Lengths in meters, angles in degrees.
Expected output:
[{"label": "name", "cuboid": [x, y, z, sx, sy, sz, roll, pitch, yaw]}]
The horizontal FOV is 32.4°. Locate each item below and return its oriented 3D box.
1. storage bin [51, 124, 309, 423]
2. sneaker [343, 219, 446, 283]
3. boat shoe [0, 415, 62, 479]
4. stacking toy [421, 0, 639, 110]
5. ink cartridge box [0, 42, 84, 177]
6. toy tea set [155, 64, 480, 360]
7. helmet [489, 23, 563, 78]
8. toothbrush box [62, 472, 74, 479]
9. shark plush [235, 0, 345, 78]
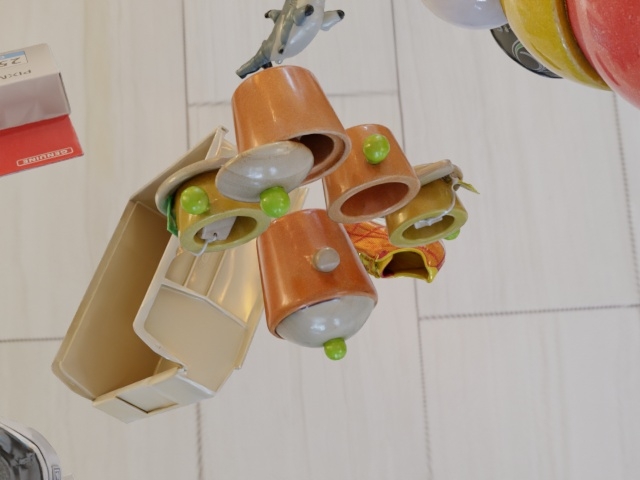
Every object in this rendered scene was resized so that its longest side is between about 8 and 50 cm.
[{"label": "storage bin", "cuboid": [-0.161, 0.050, 1.210, 0.123, 0.262, 0.260, 31, 62, -20]}, {"label": "sneaker", "cuboid": [0.060, 0.011, 1.316, 0.175, 0.064, 0.067, 6, 40, 23]}, {"label": "boat shoe", "cuboid": [-0.334, 0.141, 0.744, 0.306, 0.105, 0.113, 16, 82, 14]}, {"label": "stacking toy", "cuboid": [0.264, -0.223, 0.866, 0.480, 0.351, 0.350, 16, 73, 48]}, {"label": "ink cartridge box", "cuboid": [-0.441, -0.136, 1.288, 0.296, 0.261, 0.066, -16, 119, -13]}, {"label": "toy tea set", "cuboid": [0.000, 0.000, 0.825, 0.200, 0.336, 0.124, -26, 67, 19]}, {"label": "helmet", "cuboid": [0.278, -0.277, 1.227, 0.170, 0.161, 0.169, 6, 61, -12]}, {"label": "toothbrush box", "cuboid": [-0.372, 0.403, 1.249, 0.206, 0.283, 0.122, -16, 63, -29]}, {"label": "shark plush", "cuboid": [-0.039, -0.248, 1.285, 0.073, 0.161, 0.067, -17, 67, -45]}]
